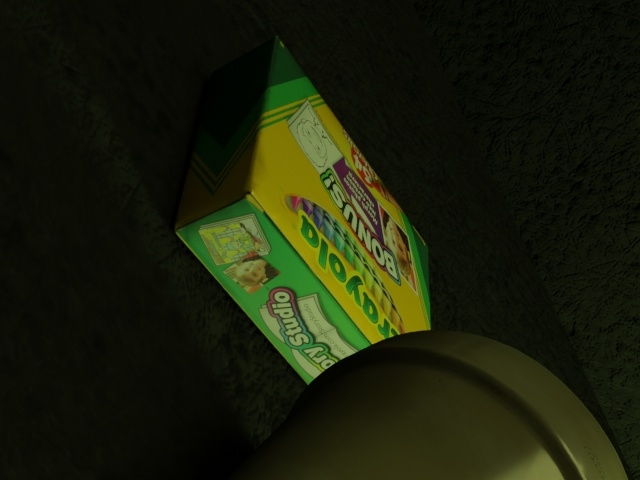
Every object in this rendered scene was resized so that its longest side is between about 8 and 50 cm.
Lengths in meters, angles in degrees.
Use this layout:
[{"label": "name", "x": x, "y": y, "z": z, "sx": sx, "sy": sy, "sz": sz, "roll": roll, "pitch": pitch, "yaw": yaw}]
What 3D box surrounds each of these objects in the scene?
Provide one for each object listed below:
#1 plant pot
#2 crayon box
[{"label": "plant pot", "x": 0.038, "y": 0.251, "z": 0.841, "sx": 0.280, "sy": 0.323, "sz": 0.323, "roll": -14, "pitch": 79, "yaw": -53}, {"label": "crayon box", "x": 0.000, "y": 0.000, "z": 1.269, "sx": 0.363, "sy": 0.106, "sz": 0.313, "roll": 52, "pitch": 24, "yaw": -30}]
